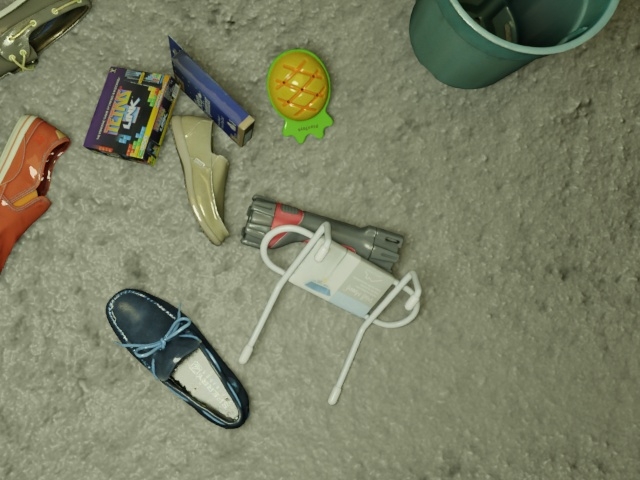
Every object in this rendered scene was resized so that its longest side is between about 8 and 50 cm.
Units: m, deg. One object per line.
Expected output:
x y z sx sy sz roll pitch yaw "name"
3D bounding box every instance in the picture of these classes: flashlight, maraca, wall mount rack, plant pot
0.000 0.000 1.387 0.304 0.103 0.103 18 77 -11 "flashlight"
-0.039 -0.287 1.411 0.127 0.099 0.186 -14 111 -2 "maraca"
0.015 0.136 1.340 0.350 0.130 0.304 29 117 -16 "wall mount rack"
0.334 -0.464 1.364 0.341 0.334 0.341 1 84 -9 "plant pot"

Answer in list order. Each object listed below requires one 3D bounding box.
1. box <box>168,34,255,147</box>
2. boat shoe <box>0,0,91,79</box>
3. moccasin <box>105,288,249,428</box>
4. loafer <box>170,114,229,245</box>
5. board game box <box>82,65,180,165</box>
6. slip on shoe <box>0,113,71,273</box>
-0.219 -0.282 1.359 0.036 0.136 0.225 -44 91 -10 "box"
-0.564 -0.378 1.332 0.091 0.109 0.305 39 76 2 "boat shoe"
-0.253 0.210 1.309 0.342 0.117 0.138 39 80 -3 "moccasin"
-0.216 -0.123 1.360 0.092 0.102 0.268 -17 86 -4 "loafer"
-0.360 -0.239 1.350 0.141 0.048 0.170 13 81 19 "board game box"
-0.553 -0.069 1.299 0.101 0.123 0.331 19 76 -10 "slip on shoe"
